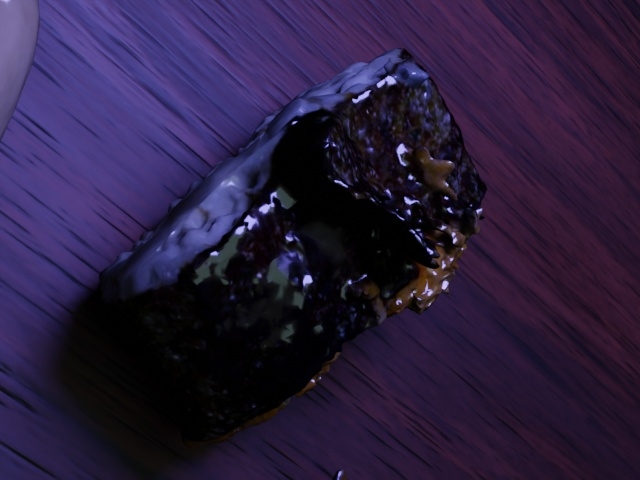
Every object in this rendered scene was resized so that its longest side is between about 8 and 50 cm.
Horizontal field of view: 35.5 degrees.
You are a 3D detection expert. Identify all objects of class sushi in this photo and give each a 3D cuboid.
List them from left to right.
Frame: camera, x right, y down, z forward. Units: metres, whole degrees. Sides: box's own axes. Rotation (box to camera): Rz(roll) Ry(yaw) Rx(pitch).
[{"bbox_3d":[0.000,0.000,0.788,0.348,0.234,0.207,-43,106,-28],"label":"sushi"}]

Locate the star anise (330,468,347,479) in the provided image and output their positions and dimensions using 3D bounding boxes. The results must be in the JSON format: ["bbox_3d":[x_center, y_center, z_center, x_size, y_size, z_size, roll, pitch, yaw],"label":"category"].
[{"bbox_3d":[0.036,0.310,0.830,0.177,0.073,0.234,8,54,-46],"label":"star anise"}]

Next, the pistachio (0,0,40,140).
[{"bbox_3d":[-0.258,-0.107,0.657,0.152,0.126,0.223,54,49,-64],"label":"pistachio"}]
